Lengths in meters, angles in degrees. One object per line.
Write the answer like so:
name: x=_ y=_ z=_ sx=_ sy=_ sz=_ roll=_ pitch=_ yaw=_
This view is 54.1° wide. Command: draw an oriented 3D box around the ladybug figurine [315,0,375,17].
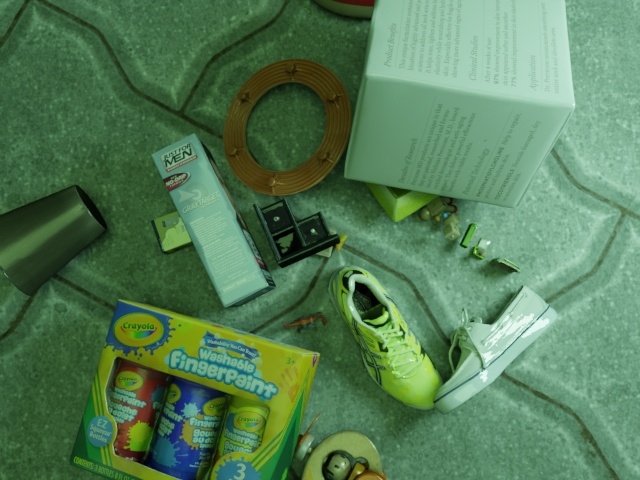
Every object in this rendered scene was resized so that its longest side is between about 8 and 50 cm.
ladybug figurine: x=0.154 y=-0.705 z=1.511 sx=0.449 sy=0.162 sz=0.305 roll=-15 pitch=84 yaw=-1

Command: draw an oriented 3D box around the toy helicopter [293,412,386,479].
toy helicopter: x=-0.032 y=0.548 z=1.401 sx=0.355 sy=0.140 sz=0.235 roll=-33 pitch=81 yaw=-2

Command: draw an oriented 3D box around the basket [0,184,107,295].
basket: x=-0.631 y=-0.017 z=1.461 sx=0.227 sy=0.154 sz=0.204 roll=-32 pitch=86 yaw=-6

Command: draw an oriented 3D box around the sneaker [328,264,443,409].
sneaker: x=0.143 y=0.227 z=1.424 sx=0.145 sy=0.147 sz=0.385 roll=-37 pitch=87 yaw=-5

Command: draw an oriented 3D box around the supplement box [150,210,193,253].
supplement box: x=-0.348 y=-0.021 z=1.500 sx=0.083 sy=0.056 sz=0.083 roll=-20 pitch=84 yaw=-1

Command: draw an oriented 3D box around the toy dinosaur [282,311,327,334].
toy dinosaur: x=-0.028 y=0.195 z=1.468 sx=0.082 sy=0.090 sz=0.047 roll=-32 pitch=69 yaw=41

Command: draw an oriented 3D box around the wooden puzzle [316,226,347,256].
wooden puzzle: x=0.000 y=0.000 z=1.514 sx=0.116 sy=0.014 sz=0.079 roll=20 pitch=81 yaw=8

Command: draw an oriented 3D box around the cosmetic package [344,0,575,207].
cosmetic package: x=0.279 y=-0.318 z=1.339 sx=0.393 sy=0.327 sz=0.329 roll=10 pitch=58 yaw=2

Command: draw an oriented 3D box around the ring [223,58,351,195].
ring: x=-0.088 y=-0.271 z=1.472 sx=0.336 sy=0.032 sz=0.337 roll=-4 pitch=81 yaw=24

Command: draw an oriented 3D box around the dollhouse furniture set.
dollhouse furniture set: x=0.408 y=0.020 z=1.477 sx=0.151 sy=0.076 sz=0.059 roll=28 pitch=86 yaw=4

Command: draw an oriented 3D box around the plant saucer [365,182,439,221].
plant saucer: x=0.201 y=-0.165 z=1.480 sx=0.188 sy=0.045 sz=0.188 roll=-31 pitch=62 yaw=-2

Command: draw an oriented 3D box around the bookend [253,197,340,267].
bookend: x=-0.055 y=-0.038 z=1.481 sx=0.157 sy=0.072 sz=0.156 roll=-23 pitch=78 yaw=0

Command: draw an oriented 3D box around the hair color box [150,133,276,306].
hair color box: x=-0.238 y=-0.037 z=1.436 sx=0.113 sy=0.185 sz=0.374 roll=-27 pitch=85 yaw=-2

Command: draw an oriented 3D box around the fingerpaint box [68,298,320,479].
fingerpaint box: x=-0.270 y=0.363 z=1.363 sx=0.444 sy=0.163 sz=0.371 roll=14 pitch=84 yaw=15

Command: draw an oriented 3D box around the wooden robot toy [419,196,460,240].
wooden robot toy: x=0.277 y=-0.066 z=1.500 sx=0.079 sy=0.076 sz=0.173 roll=-40 pitch=56 yaw=34

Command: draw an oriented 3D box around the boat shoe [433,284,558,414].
boat shoe: x=0.362 y=0.224 z=1.418 sx=0.367 sy=0.136 sz=0.156 roll=-38 pitch=78 yaw=-14
